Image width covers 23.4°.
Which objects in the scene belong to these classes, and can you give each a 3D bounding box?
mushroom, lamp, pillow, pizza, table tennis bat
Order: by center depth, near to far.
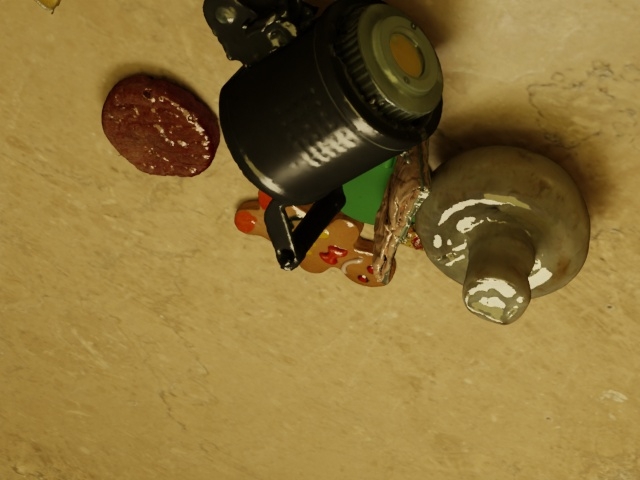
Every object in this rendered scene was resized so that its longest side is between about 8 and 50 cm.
[{"bbox_3d":[0.024,-0.167,1.924,0.272,0.205,0.374,-5,120,33],"label":"lamp"},{"bbox_3d":[0.233,0.005,2.028,0.243,0.243,0.243,13,141,11],"label":"mushroom"},{"bbox_3d":[0.106,-0.049,2.050,0.043,0.126,0.232,11,143,-6],"label":"pillow"},{"bbox_3d":[0.086,-0.101,2.128,0.160,0.039,0.257,14,145,2],"label":"table tennis bat"},{"bbox_3d":[0.141,-0.005,2.203,0.083,0.025,0.078,19,151,-23],"label":"pizza"}]

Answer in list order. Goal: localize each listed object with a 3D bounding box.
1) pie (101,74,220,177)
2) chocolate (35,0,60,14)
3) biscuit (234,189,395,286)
[{"bbox_3d":[-0.229,-0.159,2.200,0.182,0.049,0.182,13,139,12],"label":"pie"},{"bbox_3d":[-0.412,-0.391,1.994,0.219,0.085,0.085,37,140,-12],"label":"chocolate"},{"bbox_3d":[0.000,0.001,2.290,0.250,0.036,0.165,31,143,-12],"label":"biscuit"}]
